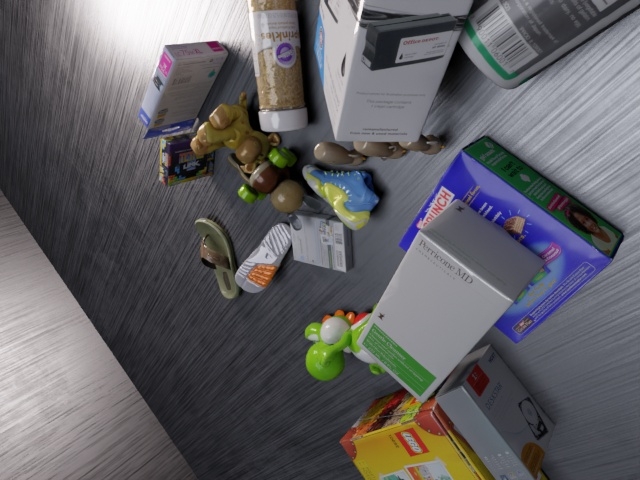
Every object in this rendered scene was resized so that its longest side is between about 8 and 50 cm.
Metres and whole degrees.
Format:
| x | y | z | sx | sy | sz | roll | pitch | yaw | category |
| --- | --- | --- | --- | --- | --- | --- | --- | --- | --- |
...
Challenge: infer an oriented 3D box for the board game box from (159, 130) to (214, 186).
| x | y | z | sx | sy | sz | roll | pitch | yaw | category |
| --- | --- | --- | --- | --- | --- | --- | --- | --- | --- |
| -0.402 | -0.252 | 1.398 | 0.048 | 0.170 | 0.141 | 35 | 129 | 25 | board game box |

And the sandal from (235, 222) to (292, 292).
| x | y | z | sx | sy | sz | roll | pitch | yaw | category |
| --- | --- | --- | --- | --- | --- | --- | --- | --- | --- |
| -0.158 | 0.053 | 1.411 | 0.102 | 0.076 | 0.265 | 40 | 111 | 0 | sandal |

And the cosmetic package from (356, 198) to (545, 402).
| x | y | z | sx | sy | sz | roll | pitch | yaw | category |
| --- | --- | --- | --- | --- | --- | --- | --- | --- | --- |
| 0.234 | 0.129 | 0.901 | 0.197 | 0.155 | 0.366 | 39 | 139 | 21 | cosmetic package |

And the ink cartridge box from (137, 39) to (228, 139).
| x | y | z | sx | sy | sz | roll | pitch | yaw | category |
| --- | --- | --- | --- | --- | --- | --- | --- | --- | --- |
| -0.402 | -0.423 | 1.307 | 0.065 | 0.185 | 0.311 | 50 | 133 | 7 | ink cartridge box |

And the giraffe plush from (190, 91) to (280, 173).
| x | y | z | sx | sy | sz | roll | pitch | yaw | category |
| --- | --- | --- | --- | --- | --- | --- | --- | --- | --- |
| -0.216 | -0.271 | 1.245 | 0.170 | 0.210 | 0.181 | 45 | 138 | -9 | giraffe plush |

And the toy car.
| x | y | z | sx | sy | sz | roll | pitch | yaw | category |
| --- | --- | --- | --- | --- | --- | --- | --- | --- | --- |
| -0.089 | -0.124 | 1.210 | 0.188 | 0.149 | 0.155 | 44 | 107 | 1 | toy car |

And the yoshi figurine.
| x | y | z | sx | sy | sz | roll | pitch | yaw | category |
| --- | --- | --- | --- | --- | --- | --- | --- | --- | --- |
| 0.093 | 0.306 | 1.235 | 0.362 | 0.203 | 0.204 | -7 | 112 | 44 | yoshi figurine |

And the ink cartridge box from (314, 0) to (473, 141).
| x | y | z | sx | sy | sz | roll | pitch | yaw | category |
| --- | --- | --- | --- | --- | --- | --- | --- | --- | --- |
| 0.107 | -0.400 | 0.734 | 0.395 | 0.166 | 0.286 | 103 | 161 | -54 | ink cartridge box |

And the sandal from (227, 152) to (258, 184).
| x | y | z | sx | sy | sz | roll | pitch | yaw | category |
| --- | --- | --- | --- | --- | --- | --- | --- | --- | --- |
| -0.202 | -0.203 | 1.334 | 0.180 | 0.072 | 0.049 | 47 | 111 | 19 | sandal |

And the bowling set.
| x | y | z | sx | sy | sz | roll | pitch | yaw | category |
| --- | --- | --- | --- | --- | --- | --- | --- | --- | --- |
| 0.129 | -0.267 | 0.993 | 0.286 | 0.154 | 0.200 | 5 | 94 | 40 | bowling set |

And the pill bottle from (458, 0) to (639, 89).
| x | y | z | sx | sy | sz | roll | pitch | yaw | category |
| --- | --- | --- | --- | --- | --- | --- | --- | --- | --- |
| 0.380 | -0.402 | 0.653 | 0.361 | 0.204 | 0.204 | -30 | 89 | 43 | pill bottle |

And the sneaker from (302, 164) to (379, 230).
| x | y | z | sx | sy | sz | roll | pitch | yaw | category |
| --- | --- | --- | --- | --- | --- | --- | --- | --- | --- |
| 0.059 | -0.137 | 1.144 | 0.126 | 0.091 | 0.240 | -45 | 61 | 9 | sneaker |

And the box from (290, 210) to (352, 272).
| x | y | z | sx | sy | sz | roll | pitch | yaw | category |
| --- | --- | --- | --- | --- | --- | --- | --- | --- | --- |
| 0.000 | 0.000 | 1.271 | 0.186 | 0.038 | 0.145 | 10 | 116 | 35 | box |

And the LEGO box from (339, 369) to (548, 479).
| x | y | z | sx | sy | sz | roll | pitch | yaw | category |
| --- | --- | --- | --- | --- | --- | --- | --- | --- | --- |
| 0.344 | 0.624 | 1.166 | 0.500 | 0.193 | 0.372 | 55 | 133 | 6 | LEGO box |

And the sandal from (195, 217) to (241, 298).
| x | y | z | sx | sy | sz | roll | pitch | yaw | category |
| --- | --- | --- | --- | --- | --- | --- | --- | --- | --- |
| -0.353 | 0.067 | 1.562 | 0.120 | 0.086 | 0.303 | -8 | 104 | 42 | sandal |

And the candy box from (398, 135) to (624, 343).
| x | y | z | sx | sy | sz | roll | pitch | yaw | category |
| --- | --- | --- | --- | --- | --- | --- | --- | --- | --- |
| 0.356 | -0.001 | 0.915 | 0.317 | 0.122 | 0.268 | 42 | 133 | 16 | candy box |

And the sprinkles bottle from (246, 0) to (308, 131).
| x | y | z | sx | sy | sz | roll | pitch | yaw | category |
| --- | --- | --- | --- | --- | --- | --- | --- | --- | --- |
| -0.105 | -0.445 | 1.094 | 0.121 | 0.121 | 0.356 | 11 | 116 | 36 | sprinkles bottle |

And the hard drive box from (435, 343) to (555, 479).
| x | y | z | sx | sy | sz | roll | pitch | yaw | category |
| --- | --- | --- | --- | --- | --- | --- | --- | --- | --- |
| 0.391 | 0.384 | 1.025 | 0.232 | 0.181 | 0.089 | 52 | 133 | 8 | hard drive box |
